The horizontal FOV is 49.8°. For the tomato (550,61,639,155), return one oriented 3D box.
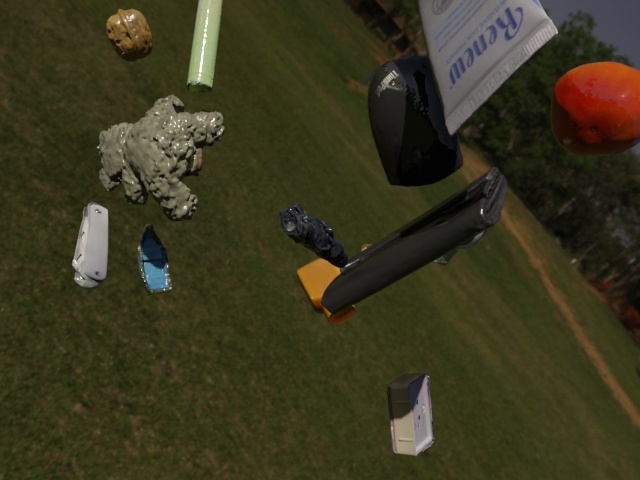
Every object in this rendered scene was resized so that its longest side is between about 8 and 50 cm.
[{"bbox_3d":[0.699,-0.317,1.721,0.260,0.260,0.180,47,50,-5],"label":"tomato"}]

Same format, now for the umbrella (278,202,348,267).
[{"bbox_3d":[0.002,0.001,1.357,0.224,0.071,0.080,42,20,-55],"label":"umbrella"}]

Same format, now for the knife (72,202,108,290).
[{"bbox_3d":[-0.494,0.005,1.489,0.073,0.040,0.265,33,25,-32],"label":"knife"}]

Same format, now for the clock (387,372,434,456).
[{"bbox_3d":[0.244,0.465,1.850,0.147,0.071,0.191,-8,93,-61],"label":"clock"}]

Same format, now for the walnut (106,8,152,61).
[{"bbox_3d":[-0.360,-0.388,1.298,0.082,0.079,0.096,-131,-159,-66],"label":"walnut"}]

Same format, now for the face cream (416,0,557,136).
[{"bbox_3d":[0.255,-0.398,1.165,0.137,0.235,0.420,16,49,-30],"label":"face cream"}]

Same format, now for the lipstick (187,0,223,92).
[{"bbox_3d":[-0.330,-0.569,1.977,0.076,0.076,0.304,27,64,-57],"label":"lipstick"}]

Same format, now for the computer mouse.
[{"bbox_3d":[0.188,-0.244,1.422,0.100,0.170,0.269,-36,111,-61],"label":"computer mouse"}]

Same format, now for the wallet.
[{"bbox_3d":[0.187,0.003,1.397,0.062,0.406,0.228,51,32,-10],"label":"wallet"}]

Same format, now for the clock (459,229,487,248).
[{"bbox_3d":[0.485,-0.065,2.371,0.184,0.184,0.040,49,20,1],"label":"clock"}]

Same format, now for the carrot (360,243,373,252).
[{"bbox_3d":[0.152,0.025,2.143,0.032,0.032,0.093,52,25,16],"label":"carrot"}]

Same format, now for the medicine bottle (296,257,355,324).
[{"bbox_3d":[0.028,0.173,2.365,0.222,0.149,0.112,60,-5,37],"label":"medicine bottle"}]

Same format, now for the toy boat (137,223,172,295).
[{"bbox_3d":[-0.427,0.050,1.765,0.075,0.077,0.185,-4,69,-30],"label":"toy boat"}]

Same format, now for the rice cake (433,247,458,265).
[{"bbox_3d":[0.332,-0.004,1.698,0.043,0.210,0.034,15,49,-8],"label":"rice cake"}]

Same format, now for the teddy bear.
[{"bbox_3d":[-0.503,-0.262,2.049,0.368,0.357,0.224,15,-4,35],"label":"teddy bear"}]
